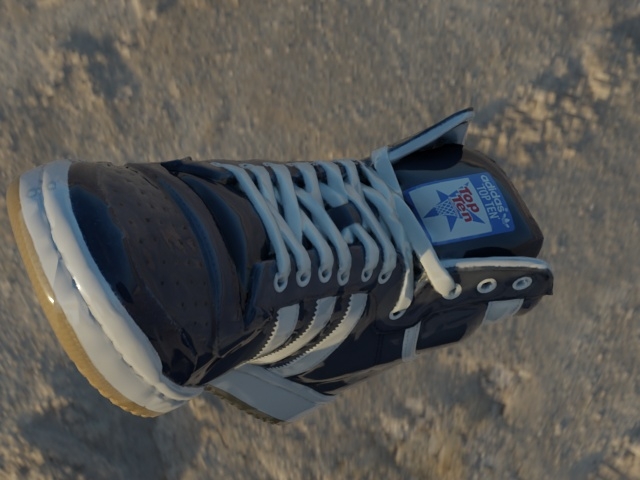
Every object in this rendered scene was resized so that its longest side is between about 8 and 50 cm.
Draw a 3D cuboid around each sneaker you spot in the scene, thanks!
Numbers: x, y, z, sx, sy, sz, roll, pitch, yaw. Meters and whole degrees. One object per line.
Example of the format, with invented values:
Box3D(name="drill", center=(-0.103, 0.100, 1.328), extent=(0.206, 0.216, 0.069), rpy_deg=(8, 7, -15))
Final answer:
Box3D(name="sneaker", center=(0.000, 0.000, 0.570), extent=(0.153, 0.282, 0.099), rpy_deg=(-26, 73, 11))
